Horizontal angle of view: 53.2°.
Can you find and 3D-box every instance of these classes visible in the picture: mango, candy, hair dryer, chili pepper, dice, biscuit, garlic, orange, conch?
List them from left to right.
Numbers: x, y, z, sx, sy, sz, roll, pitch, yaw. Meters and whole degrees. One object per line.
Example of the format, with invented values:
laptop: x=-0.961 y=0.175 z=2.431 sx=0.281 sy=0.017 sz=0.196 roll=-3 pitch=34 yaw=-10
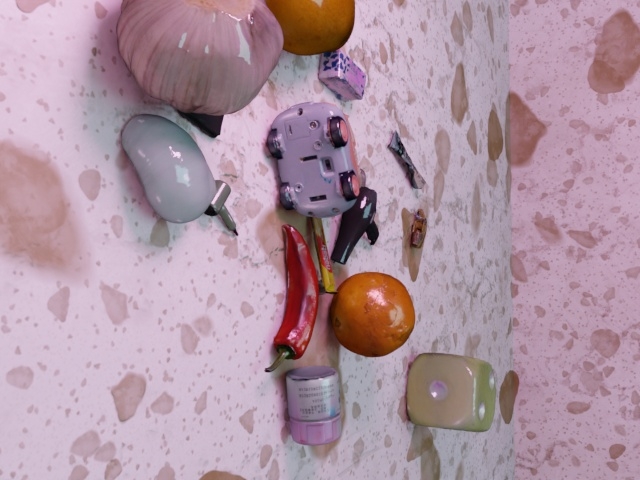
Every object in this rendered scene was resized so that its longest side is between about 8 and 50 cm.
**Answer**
conch: x=-0.279 y=-0.142 z=1.217 sx=0.185 sy=0.121 sz=0.221 roll=-95 pitch=162 yaw=-64
garlic: x=-0.220 y=-0.374 z=1.177 sx=0.318 sy=0.259 sz=0.317 roll=18 pitch=51 yaw=-24
hair dryer: x=-0.209 y=-0.056 z=1.384 sx=0.150 sy=0.047 sz=0.071 roll=68 pitch=37 yaw=-47
chili pepper: x=-0.068 y=0.153 z=1.566 sx=0.137 sy=0.092 sz=0.368 roll=22 pitch=61 yaw=-36
mango: x=-0.024 y=-0.574 z=1.546 sx=0.378 sy=0.221 sz=0.263 roll=-7 pitch=89 yaw=-68
biscuit: x=0.000 y=0.000 z=1.680 sx=0.048 sy=0.026 sz=0.291 roll=10 pitch=67 yaw=-61
candy: x=0.063 y=-0.463 z=1.805 sx=0.160 sy=0.073 sz=0.092 roll=27 pitch=67 yaw=-55
hair dryer: x=0.128 y=-0.011 z=1.874 sx=0.235 sy=0.091 sz=0.272 roll=-67 pitch=151 yaw=-9
orange: x=0.142 y=0.199 z=1.740 sx=0.240 sy=0.240 sz=0.239 roll=5 pitch=84 yaw=-58
dice: x=0.455 y=0.525 z=2.208 sx=0.250 sy=0.252 sz=0.254 roll=24 pitch=69 yaw=-56

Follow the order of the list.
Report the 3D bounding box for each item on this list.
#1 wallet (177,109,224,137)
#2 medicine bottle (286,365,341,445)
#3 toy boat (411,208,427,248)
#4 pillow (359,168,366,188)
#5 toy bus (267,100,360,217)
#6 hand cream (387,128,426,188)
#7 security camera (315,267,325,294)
wallet: x=-0.234 y=-0.372 z=1.363 sx=0.146 sy=0.030 sz=0.285 roll=35 pitch=59 yaw=-54
medicine bottle: x=-0.016 y=0.403 z=1.571 sx=0.135 sy=0.135 sz=0.168 roll=-6 pitch=93 yaw=-58
toy boat: x=0.349 y=-0.041 z=2.263 sx=0.049 sy=0.047 sz=0.149 roll=38 pitch=57 yaw=-50
pillow: x=0.072 y=-0.162 z=1.830 sx=0.233 sy=0.038 sz=0.130 roll=17 pitch=79 yaw=-55
toy bus: x=0.008 y=-0.206 z=1.598 sx=0.232 sy=0.194 sz=0.287 roll=-38 pitch=118 yaw=-63
hand cream: x=0.296 y=-0.266 z=2.205 sx=0.248 sy=0.052 sz=0.075 roll=50 pitch=25 yaw=-37
security camera: x=-0.018 y=0.099 z=1.674 sx=0.092 sy=0.058 sz=0.058 roll=44 pitch=51 yaw=-34
